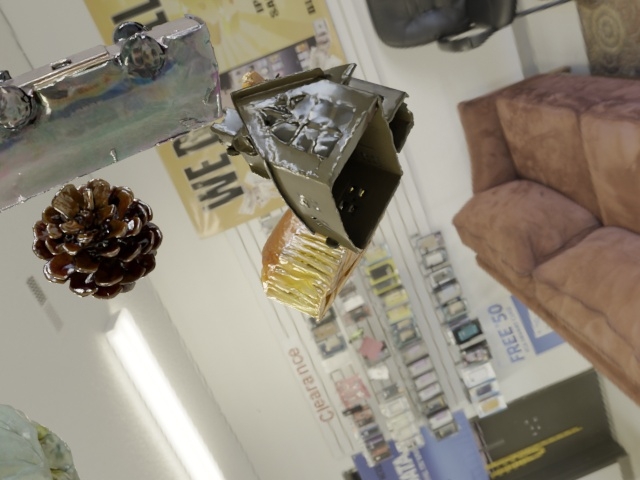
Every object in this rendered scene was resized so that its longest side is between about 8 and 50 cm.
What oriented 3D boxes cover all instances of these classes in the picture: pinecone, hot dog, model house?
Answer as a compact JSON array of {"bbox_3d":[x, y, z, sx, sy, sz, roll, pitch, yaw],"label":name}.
[{"bbox_3d":[-0.363,-0.011,0.935,0.208,0.208,0.207,157,90,-89],"label":"pinecone"},{"bbox_3d":[-0.114,-0.316,1.316,0.165,0.045,0.071,38,-147,-39],"label":"hot dog"},{"bbox_3d":[-0.025,-0.139,0.765,0.244,0.204,0.211,23,164,25],"label":"model house"}]

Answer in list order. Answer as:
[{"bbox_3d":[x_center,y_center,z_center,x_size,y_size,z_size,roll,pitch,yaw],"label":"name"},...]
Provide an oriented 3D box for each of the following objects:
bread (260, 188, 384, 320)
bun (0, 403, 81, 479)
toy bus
[{"bbox_3d":[0.000,0.000,1.092,0.156,0.288,0.204,26,152,12],"label":"bread"},{"bbox_3d":[-0.526,0.423,0.953,0.361,0.211,0.362,63,173,14],"label":"bun"},{"bbox_3d":[-0.265,-0.151,0.668,0.112,0.317,0.137,51,162,53],"label":"toy bus"}]
